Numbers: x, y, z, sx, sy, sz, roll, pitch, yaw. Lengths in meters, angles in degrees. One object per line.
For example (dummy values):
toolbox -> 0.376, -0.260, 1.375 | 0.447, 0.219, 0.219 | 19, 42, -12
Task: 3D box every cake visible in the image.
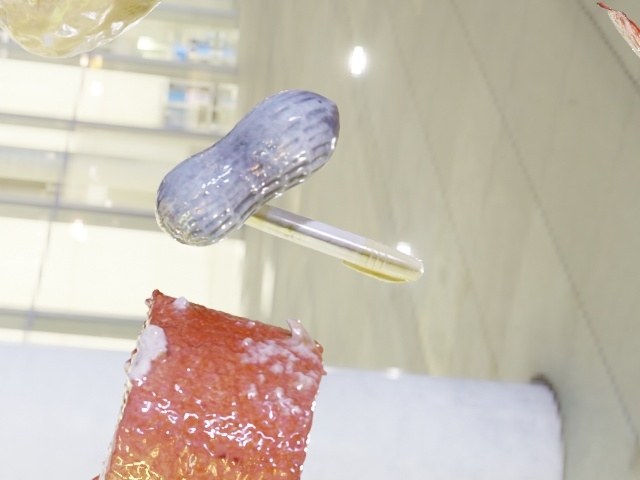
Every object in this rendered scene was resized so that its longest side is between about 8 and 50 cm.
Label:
cake -> -0.090, 0.178, 1.011 | 0.177, 0.151, 0.283 | -68, -4, -76

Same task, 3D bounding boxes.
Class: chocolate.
chocolate -> -0.055, -0.058, 1.143 | 0.072, 0.167, 0.072 | 55, 177, 4

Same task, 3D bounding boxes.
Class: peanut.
peanut -> -0.229, -0.341, 1.588 | 0.387, 0.192, 0.169 | -52, 51, 36

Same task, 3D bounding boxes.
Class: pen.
pen -> 0.000, 0.000, 1.608 | 0.032, 0.233, 0.040 | -68, -3, -60

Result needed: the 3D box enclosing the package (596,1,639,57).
package -> 0.437, -0.236, 1.940 | 0.022, 0.200, 0.083 | -42, 23, 7
